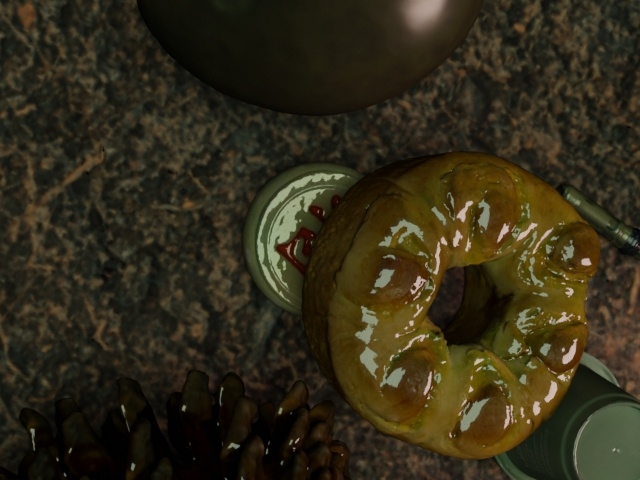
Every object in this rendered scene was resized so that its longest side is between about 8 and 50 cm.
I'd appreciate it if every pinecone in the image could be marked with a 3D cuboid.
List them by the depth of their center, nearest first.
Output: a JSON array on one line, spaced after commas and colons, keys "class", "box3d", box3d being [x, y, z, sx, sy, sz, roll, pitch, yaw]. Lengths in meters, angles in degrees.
[{"class": "pinecone", "box3d": [-0.099, 0.211, 1.039, 0.309, 0.244, 0.244, 8, 94, 10]}]

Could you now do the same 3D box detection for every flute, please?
[{"class": "flute", "box3d": [0.285, 0.023, 1.184, 0.233, 0.027, 0.027, 34, 88, -11]}]

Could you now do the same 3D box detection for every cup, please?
[{"class": "cup", "box3d": [0.199, 0.147, 1.121, 0.120, 0.141, 0.120, -1, 93, -12]}]

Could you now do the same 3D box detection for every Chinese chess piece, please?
[{"class": "Chinese chess piece", "box3d": [0.000, 0.000, 1.116, 0.122, 0.051, 0.122, -1, 95, -10]}]

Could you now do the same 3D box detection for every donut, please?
[{"class": "donut", "box3d": [0.095, 0.043, 1.063, 0.226, 0.114, 0.227, -3, 97, -24]}]

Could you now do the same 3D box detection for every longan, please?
[{"class": "longan", "box3d": [-0.006, -0.192, 1.005, 0.248, 0.248, 0.248, -1, 95, -10]}]
